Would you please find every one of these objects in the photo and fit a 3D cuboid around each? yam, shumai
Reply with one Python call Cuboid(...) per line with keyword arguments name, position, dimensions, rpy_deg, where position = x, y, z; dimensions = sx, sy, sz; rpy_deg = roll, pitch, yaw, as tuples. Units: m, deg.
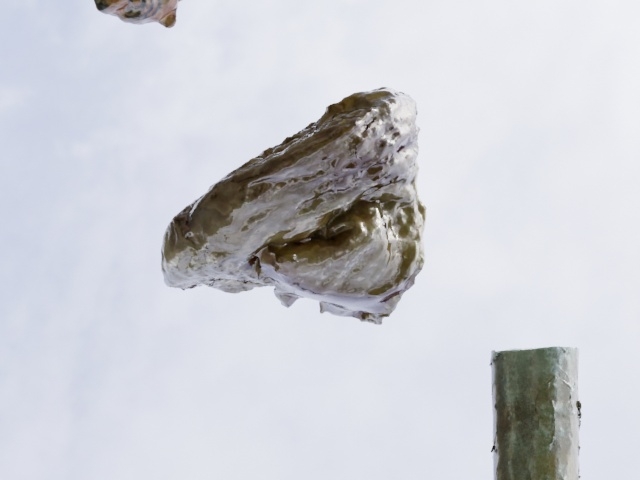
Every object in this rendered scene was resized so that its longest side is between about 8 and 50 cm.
Cuboid(name="yam", position=(0.213, 0.229, 1.321), dimensions=(0.093, 0.093, 0.259), rpy_deg=(-10, -110, 33))
Cuboid(name="shumai", position=(0.000, -0.012, 0.637), dimensions=(0.105, 0.123, 0.139), rpy_deg=(33, -68, 12))

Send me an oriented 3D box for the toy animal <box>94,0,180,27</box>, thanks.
Cuboid(name="toy animal", position=(-0.052, -0.210, 0.825), dimensions=(0.057, 0.099, 0.241), rpy_deg=(24, -137, 35))
